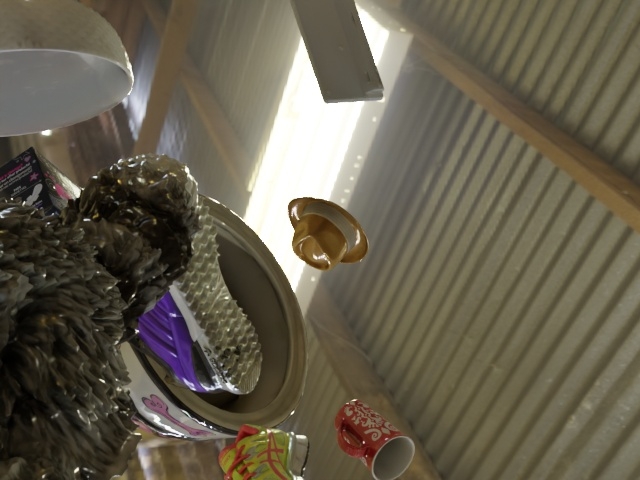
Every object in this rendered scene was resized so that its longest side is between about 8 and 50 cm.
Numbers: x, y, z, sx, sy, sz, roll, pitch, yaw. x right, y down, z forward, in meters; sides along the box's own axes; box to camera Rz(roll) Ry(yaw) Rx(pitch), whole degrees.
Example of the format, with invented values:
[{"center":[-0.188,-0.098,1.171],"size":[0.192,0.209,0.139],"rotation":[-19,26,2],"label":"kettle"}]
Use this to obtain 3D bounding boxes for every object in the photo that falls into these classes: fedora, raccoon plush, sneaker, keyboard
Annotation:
[{"center":[0.000,0.000,1.348],"size":[0.194,0.194,0.079],"rotation":[-28,-154,56],"label":"fedora"},{"center":[-0.244,-0.014,0.375],"size":[0.446,0.216,0.299],"rotation":[-88,158,-57],"label":"raccoon plush"},{"center":[-0.183,0.058,0.798],"size":[0.146,0.102,0.293],"rotation":[-7,-66,25],"label":"sneaker"},{"center":[-0.069,0.258,0.745],"size":[0.208,0.094,0.081],"rotation":[-93,-151,-83],"label":"sneaker"},{"center":[-0.004,-0.252,0.687],"size":[0.014,0.072,0.256],"rotation":[-35,-110,60],"label":"keyboard"}]

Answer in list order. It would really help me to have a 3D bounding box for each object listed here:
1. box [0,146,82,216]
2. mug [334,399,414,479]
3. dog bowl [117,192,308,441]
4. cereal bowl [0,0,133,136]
[{"center":[-0.455,-0.012,1.179],"size":[0.163,0.247,0.142],"rotation":[-33,-119,1],"label":"box"},{"center":[0.103,0.423,1.536],"size":[0.113,0.150,0.169],"rotation":[-49,-144,-5],"label":"mug"},{"center":[-0.204,0.131,1.116],"size":[0.150,0.408,0.408],"rotation":[-30,-123,28],"label":"dog bowl"},{"center":[-0.459,-0.273,1.033],"size":[0.339,0.339,0.141],"rotation":[-21,-99,58],"label":"cereal bowl"}]
